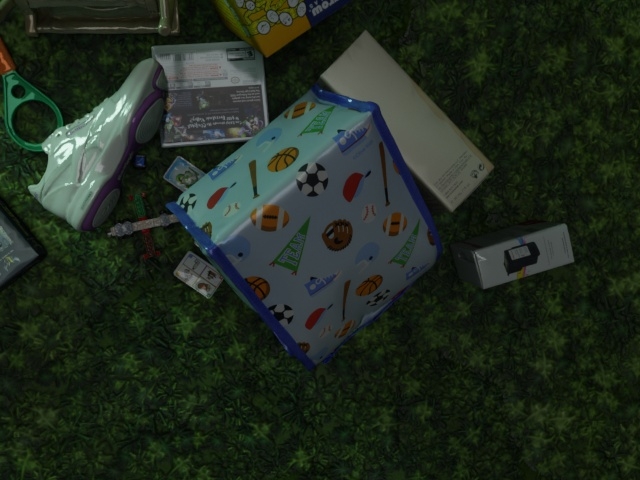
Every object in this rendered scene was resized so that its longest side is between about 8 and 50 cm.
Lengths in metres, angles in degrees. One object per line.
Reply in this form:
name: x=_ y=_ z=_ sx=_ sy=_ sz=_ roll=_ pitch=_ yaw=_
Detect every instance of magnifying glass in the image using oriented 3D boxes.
magnifying glass: x=-0.507 y=-0.256 z=1.100 sx=0.092 sy=0.026 sz=0.231 roll=-26 pitch=98 yaw=-6

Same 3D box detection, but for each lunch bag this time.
lunch bag: x=0.000 y=0.000 z=1.074 sx=0.328 sy=0.239 sz=0.385 roll=-41 pitch=126 yaw=-6

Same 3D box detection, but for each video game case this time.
video game case: x=-0.189 y=-0.254 z=1.146 sx=0.190 sy=0.022 sz=0.173 roll=-6 pitch=94 yaw=-9

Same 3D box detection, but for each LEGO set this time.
LEGO set: x=-0.247 y=-0.039 z=1.149 sx=0.244 sy=0.060 sz=0.183 roll=35 pitch=76 yaw=-10

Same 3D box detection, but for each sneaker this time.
sneaker: x=-0.362 y=-0.173 z=1.065 sx=0.152 sy=0.114 sz=0.305 roll=28 pitch=86 yaw=5

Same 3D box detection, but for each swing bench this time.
swing bench: x=-0.349 y=-0.391 z=0.989 sx=0.253 sy=0.255 sz=0.165 roll=-3 pitch=107 yaw=-9

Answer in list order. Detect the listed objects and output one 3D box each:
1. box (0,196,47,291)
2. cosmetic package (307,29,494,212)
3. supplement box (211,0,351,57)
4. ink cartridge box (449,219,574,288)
box: x=-0.604 y=0.025 z=1.081 sx=0.232 sy=0.059 sz=0.183 roll=-40 pitch=95 yaw=-4
cosmetic package: x=0.131 y=-0.191 z=1.127 sx=0.113 sy=0.160 sz=0.309 roll=-45 pitch=99 yaw=-5
supplement box: x=-0.114 y=-0.494 z=0.977 sx=0.194 sy=0.195 sz=0.357 roll=-35 pitch=130 yaw=-5
ink cartridge box: x=0.339 y=0.022 z=1.184 sx=0.175 sy=0.127 sz=0.072 roll=-16 pitch=98 yaw=-6
